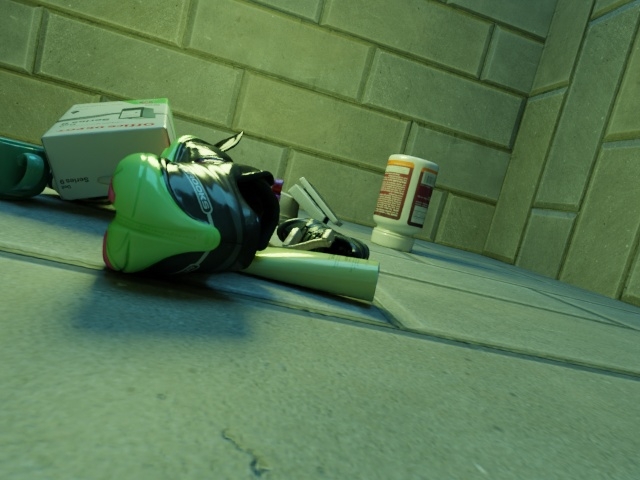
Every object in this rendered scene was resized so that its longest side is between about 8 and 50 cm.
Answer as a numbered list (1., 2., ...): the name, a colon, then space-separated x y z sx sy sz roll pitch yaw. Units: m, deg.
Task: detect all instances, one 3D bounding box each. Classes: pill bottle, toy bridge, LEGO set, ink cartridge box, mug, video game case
1. pill bottle: 0.361 -0.160 1.816 0.224 0.393 0.224 15 6 -2
2. toy bridge: -0.060 0.002 0.886 0.188 0.026 0.063 2 39 29
3. LEGO set: -0.158 -0.056 0.949 0.087 0.093 0.227 12 -23 -14
4. ink cartridge box: -0.018 -0.112 1.565 0.224 0.045 0.223 50 8 1
5. mug: -0.551 -0.124 0.718 0.129 0.098 0.157 12 7 -28
6. ink cartridge box: -0.409 -0.202 0.852 0.211 0.122 0.289 -10 31 -15
7. video game case: 0.006 -0.145 1.602 0.212 0.023 0.193 53 7 7

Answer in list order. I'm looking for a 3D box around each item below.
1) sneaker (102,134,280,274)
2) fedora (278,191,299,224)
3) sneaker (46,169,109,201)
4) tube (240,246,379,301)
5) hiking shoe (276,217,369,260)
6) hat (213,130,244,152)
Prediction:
1. sneaker: -0.170 -0.050 0.641 0.202 0.185 0.483 14 16 -13
2. fedora: -0.191 -0.138 1.580 0.275 0.124 0.243 16 6 12
3. sneaker: -0.507 -0.124 0.959 0.094 0.090 0.235 25 15 13
4. tube: -0.032 0.041 0.630 0.240 0.062 0.070 10 -25 8
5. hiking shoe: 0.000 0.000 0.934 0.226 0.086 0.114 16 3 11
6. hat: -0.291 -0.127 1.008 0.134 0.331 0.331 57 -12 -22
